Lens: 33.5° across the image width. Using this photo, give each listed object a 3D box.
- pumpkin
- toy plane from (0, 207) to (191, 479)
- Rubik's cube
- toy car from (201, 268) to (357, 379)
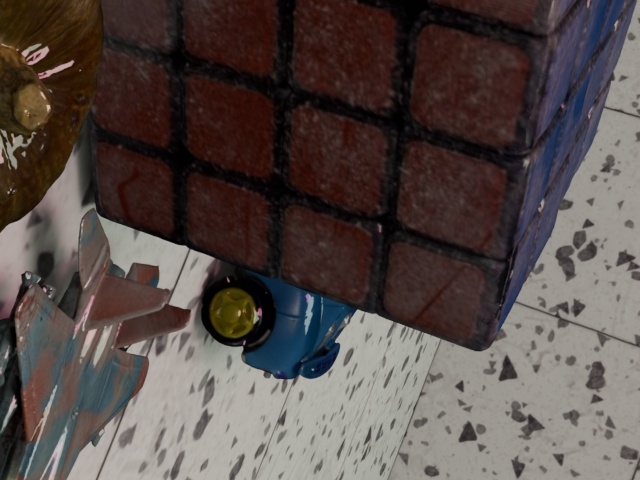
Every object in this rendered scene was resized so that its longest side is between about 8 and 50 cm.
[{"bbox_3d":[-0.185,-0.092,0.511,0.219,0.162,0.219,-51,155,-35],"label":"pumpkin"},{"bbox_3d":[-0.210,0.144,0.783,0.326,0.104,0.223,-62,160,-12],"label":"toy plane"},{"bbox_3d":[0.046,-0.181,0.797,0.337,0.344,0.344,-50,155,-47],"label":"Rubik's cube"},{"bbox_3d":[0.000,0.000,1.153,0.198,0.166,0.314,-10,118,-74],"label":"toy car"}]
